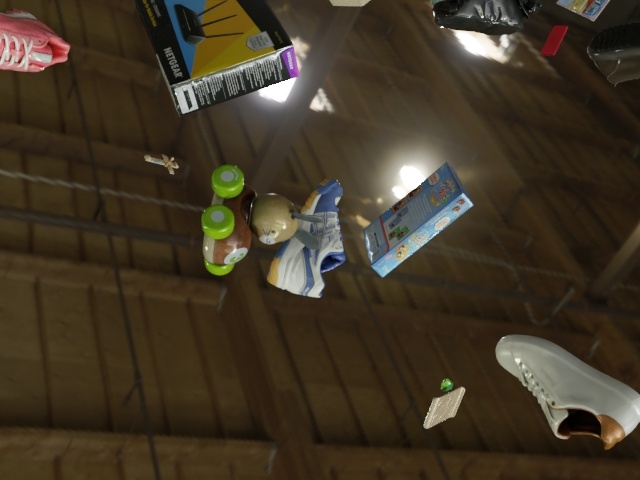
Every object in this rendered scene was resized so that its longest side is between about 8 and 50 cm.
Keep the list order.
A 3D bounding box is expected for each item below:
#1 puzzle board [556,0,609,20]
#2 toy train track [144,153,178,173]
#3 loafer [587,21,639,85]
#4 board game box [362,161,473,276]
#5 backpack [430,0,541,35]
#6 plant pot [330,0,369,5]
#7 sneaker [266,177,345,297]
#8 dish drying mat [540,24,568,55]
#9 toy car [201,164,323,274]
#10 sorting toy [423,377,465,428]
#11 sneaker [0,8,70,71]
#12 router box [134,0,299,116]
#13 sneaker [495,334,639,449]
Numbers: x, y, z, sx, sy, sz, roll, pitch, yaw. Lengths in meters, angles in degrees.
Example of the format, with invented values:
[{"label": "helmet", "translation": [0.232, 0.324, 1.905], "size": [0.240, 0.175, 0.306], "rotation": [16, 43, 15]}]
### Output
[{"label": "puzzle board", "translation": [0.559, -0.521, 1.909], "size": [0.096, 0.128, 0.011], "rotation": [38, -178, 32]}, {"label": "toy train track", "translation": [-0.298, -0.151, 1.765], "size": [0.083, 0.014, 0.048], "rotation": [10, -134, -53]}, {"label": "loafer", "translation": [0.466, -0.248, 1.218], "size": [0.220, 0.078, 0.080], "rotation": [4, -130, 39]}, {"label": "board game box", "translation": [0.176, -0.041, 1.726], "size": [0.039, 0.211, 0.160], "rotation": [44, -165, -20]}, {"label": "backpack", "translation": [0.216, -0.382, 1.284], "size": [0.152, 0.182, 0.115], "rotation": [2, 178, -30]}, {"label": "plant pot", "translation": [0.061, -0.518, 1.826], "size": [0.109, 0.096, 0.109], "rotation": [11, -140, 31]}, {"label": "sneaker", "translation": [0.000, 0.000, 1.961], "size": [0.131, 0.112, 0.296], "rotation": [25, -123, 4]}, {"label": "dish drying mat", "translation": [0.499, -0.426, 1.985], "size": [0.032, 0.008, 0.083], "rotation": [15, -115, 31]}, {"label": "toy car", "translation": [-0.091, -0.021, 1.522], "size": [0.188, 0.155, 0.149], "rotation": [10, -119, 0]}, {"label": "sorting toy", "translation": [0.176, 0.223, 1.310], "size": [0.062, 0.083, 0.012], "rotation": [-11, -142, -40]}, {"label": "sneaker", "translation": [-0.572, -0.368, 1.726], "size": [0.136, 0.116, 0.314], "rotation": [24, -160, 7]}, {"label": "router box", "translation": [-0.114, -0.219, 0.996], "size": [0.133, 0.046, 0.179], "rotation": [-20, -132, -8]}, {"label": "sneaker", "translation": [0.395, 0.256, 1.586], "size": [0.123, 0.106, 0.290], "rotation": [-43, -139, -21]}]
